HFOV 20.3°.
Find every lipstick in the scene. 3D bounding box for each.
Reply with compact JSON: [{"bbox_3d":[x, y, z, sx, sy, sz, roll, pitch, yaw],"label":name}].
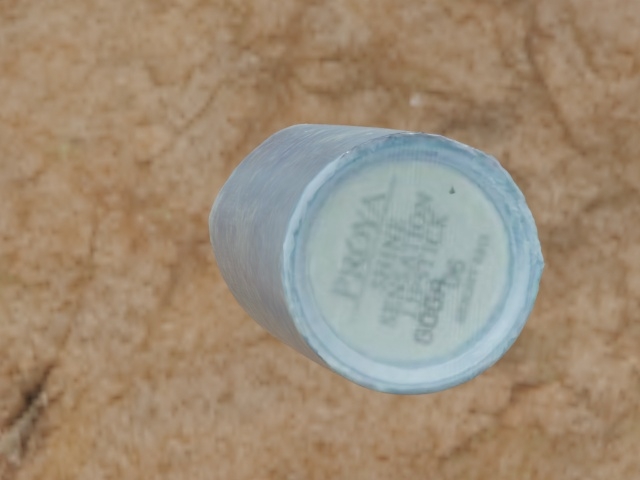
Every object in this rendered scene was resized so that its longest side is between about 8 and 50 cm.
[{"bbox_3d":[0.000,0.000,0.521,0.068,0.274,0.061,41,86,-8],"label":"lipstick"}]
